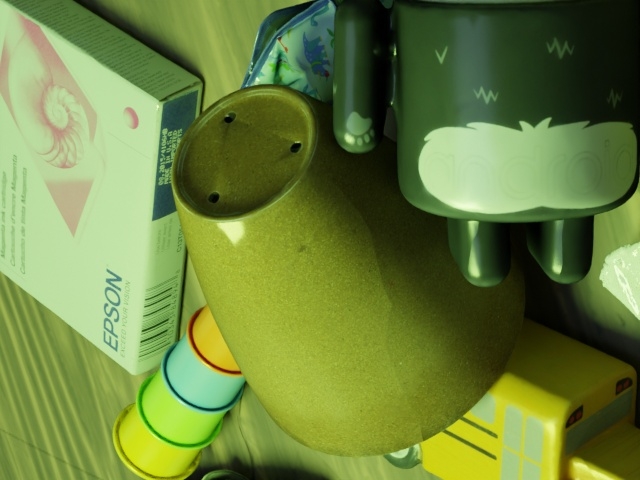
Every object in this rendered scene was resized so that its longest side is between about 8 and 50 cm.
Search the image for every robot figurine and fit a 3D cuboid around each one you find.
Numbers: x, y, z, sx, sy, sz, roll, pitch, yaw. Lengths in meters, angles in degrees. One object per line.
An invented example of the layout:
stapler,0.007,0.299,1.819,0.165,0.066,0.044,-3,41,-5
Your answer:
robot figurine,0.136,-0.112,1.363,0.173,0.209,0.278,11,108,47

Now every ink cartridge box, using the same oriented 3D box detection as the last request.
ink cartridge box,-0.258,-0.081,1.932,0.330,0.071,0.324,32,132,30

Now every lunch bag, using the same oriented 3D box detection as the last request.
lunch bag,0.023,-0.147,1.533,0.151,0.129,0.096,-28,84,53

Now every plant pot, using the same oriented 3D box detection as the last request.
plant pot,0.000,0.000,1.477,0.237,0.237,0.254,23,161,38

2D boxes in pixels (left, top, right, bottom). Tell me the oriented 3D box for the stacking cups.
stacking cups,-0.093,0.113,1.852,0.096,0.096,0.316,52,136,13

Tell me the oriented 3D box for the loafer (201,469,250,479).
loafer,-0.103,0.282,1.944,0.112,0.111,0.319,36,164,-28

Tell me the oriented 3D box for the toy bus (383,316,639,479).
toy bus,0.143,0.132,1.576,0.333,0.108,0.130,24,126,38

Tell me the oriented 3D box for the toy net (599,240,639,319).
toy net,0.304,0.055,1.407,0.232,0.045,0.122,15,123,45
